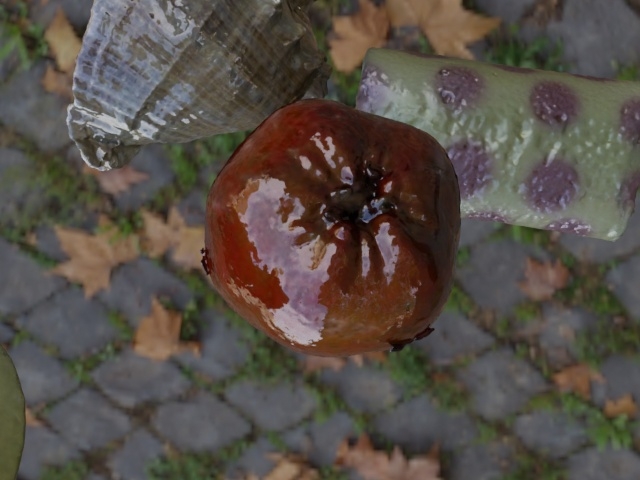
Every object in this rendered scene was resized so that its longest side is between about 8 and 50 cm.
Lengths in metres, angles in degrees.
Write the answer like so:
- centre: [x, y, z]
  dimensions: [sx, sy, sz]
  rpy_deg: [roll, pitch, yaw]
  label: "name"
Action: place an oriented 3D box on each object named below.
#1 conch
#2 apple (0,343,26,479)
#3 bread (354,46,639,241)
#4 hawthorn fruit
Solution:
- centre: [-0.110, -0.213, 1.629]
  dimensions: [0.210, 0.352, 0.297]
  rpy_deg: [18, 158, 26]
  label: "conch"
- centre: [-0.407, 0.131, 1.005]
  dimensions: [0.320, 0.360, 0.311]
  rpy_deg: [6, 133, 25]
  label: "apple"
- centre: [0.199, -0.112, 1.752]
  dimensions: [0.338, 0.155, 0.187]
  rpy_deg: [8, 106, -4]
  label: "bread"
- centre: [0.000, 0.000, 1.070]
  dimensions: [0.185, 0.185, 0.202]
  rpy_deg: [19, 158, -15]
  label: "hawthorn fruit"
